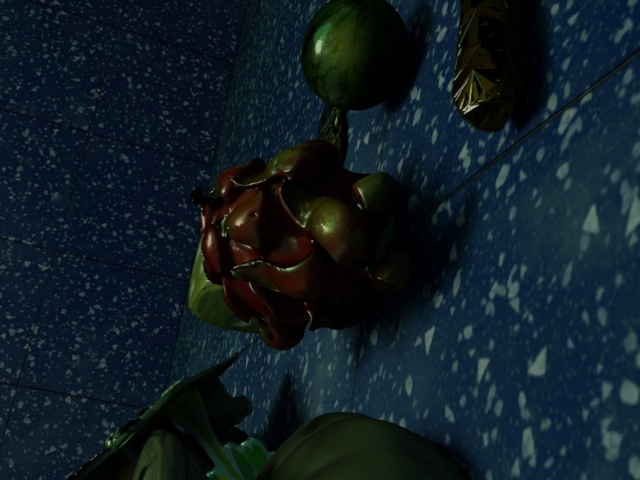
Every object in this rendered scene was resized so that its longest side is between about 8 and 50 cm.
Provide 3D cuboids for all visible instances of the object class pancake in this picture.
[{"bbox_3d":[0.005,-0.120,1.256,0.184,0.020,0.191,150,134,-69],"label":"pancake"}]

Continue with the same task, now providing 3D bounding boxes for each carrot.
[{"bbox_3d":[0.155,-0.202,0.692,0.069,0.068,0.229,128,153,-57],"label":"carrot"}]

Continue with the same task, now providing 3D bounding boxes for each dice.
[{"bbox_3d":[-0.118,0.048,1.257,0.169,0.169,0.166,127,154,-54],"label":"dice"}]

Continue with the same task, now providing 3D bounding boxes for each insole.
[{"bbox_3d":[0.055,-0.318,1.235,0.110,0.012,0.310,-97,28,-66],"label":"insole"}]

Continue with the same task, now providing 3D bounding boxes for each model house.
[{"bbox_3d":[-0.173,0.380,1.082,0.357,0.313,0.242,-42,-6,12],"label":"model house"}]

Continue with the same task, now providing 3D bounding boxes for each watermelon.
[{"bbox_3d":[0.039,-0.228,0.994,0.141,0.140,0.187,-94,19,-50],"label":"watermelon"}]

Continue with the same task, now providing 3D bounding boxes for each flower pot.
[{"bbox_3d":[-0.038,0.282,0.604,0.307,0.244,0.308,-167,90,-76],"label":"flower pot"}]

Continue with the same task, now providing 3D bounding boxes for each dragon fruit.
[{"bbox_3d":[-0.016,0.007,0.842,0.307,0.243,0.228,-55,-58,-80],"label":"dragon fruit"}]

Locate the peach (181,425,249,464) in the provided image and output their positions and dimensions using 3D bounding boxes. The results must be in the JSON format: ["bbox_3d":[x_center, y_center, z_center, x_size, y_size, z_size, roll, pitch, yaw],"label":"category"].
[{"bbox_3d":[-0.183,0.371,1.249,0.152,0.152,0.152,-166,90,-75],"label":"peach"}]
